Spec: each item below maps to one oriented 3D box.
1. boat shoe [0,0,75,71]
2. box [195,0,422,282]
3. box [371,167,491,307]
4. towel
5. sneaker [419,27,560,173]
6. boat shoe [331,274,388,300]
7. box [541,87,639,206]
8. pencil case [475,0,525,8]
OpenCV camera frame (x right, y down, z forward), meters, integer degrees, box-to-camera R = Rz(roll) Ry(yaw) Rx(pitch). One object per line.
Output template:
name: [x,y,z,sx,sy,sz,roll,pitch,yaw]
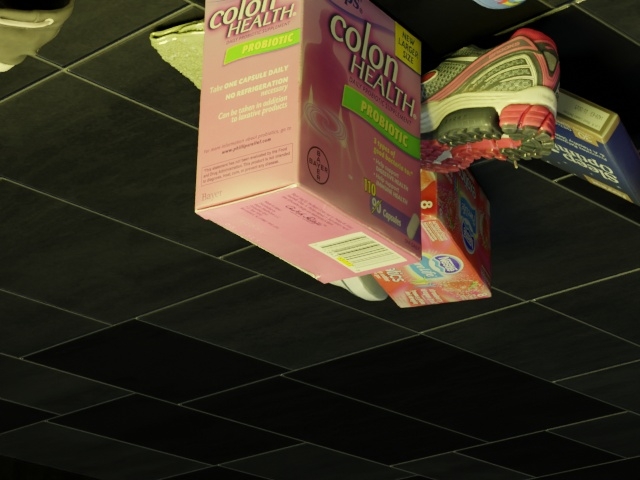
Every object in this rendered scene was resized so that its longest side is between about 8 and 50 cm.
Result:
boat shoe: [-0.352,-0.248,1.546,0.095,0.112,0.335,-31,152,23]
box: [-0.005,-0.112,1.665,0.117,0.243,0.213,-14,153,31]
box: [0.111,-0.027,2.023,0.122,0.128,0.257,-6,156,18]
towel: [-0.096,-0.184,1.779,0.110,0.027,0.148,-9,156,25]
sneaker: [0.135,-0.137,1.794,0.121,0.112,0.299,20,165,-38]
boat shoe: [0.000,0.000,2.163,0.084,0.095,0.258,-8,146,31]
box: [0.278,-0.101,1.872,0.136,0.036,0.225,29,174,30]
pencil case: [0.229,-0.289,1.387,0.306,0.119,0.133,-22,107,44]
